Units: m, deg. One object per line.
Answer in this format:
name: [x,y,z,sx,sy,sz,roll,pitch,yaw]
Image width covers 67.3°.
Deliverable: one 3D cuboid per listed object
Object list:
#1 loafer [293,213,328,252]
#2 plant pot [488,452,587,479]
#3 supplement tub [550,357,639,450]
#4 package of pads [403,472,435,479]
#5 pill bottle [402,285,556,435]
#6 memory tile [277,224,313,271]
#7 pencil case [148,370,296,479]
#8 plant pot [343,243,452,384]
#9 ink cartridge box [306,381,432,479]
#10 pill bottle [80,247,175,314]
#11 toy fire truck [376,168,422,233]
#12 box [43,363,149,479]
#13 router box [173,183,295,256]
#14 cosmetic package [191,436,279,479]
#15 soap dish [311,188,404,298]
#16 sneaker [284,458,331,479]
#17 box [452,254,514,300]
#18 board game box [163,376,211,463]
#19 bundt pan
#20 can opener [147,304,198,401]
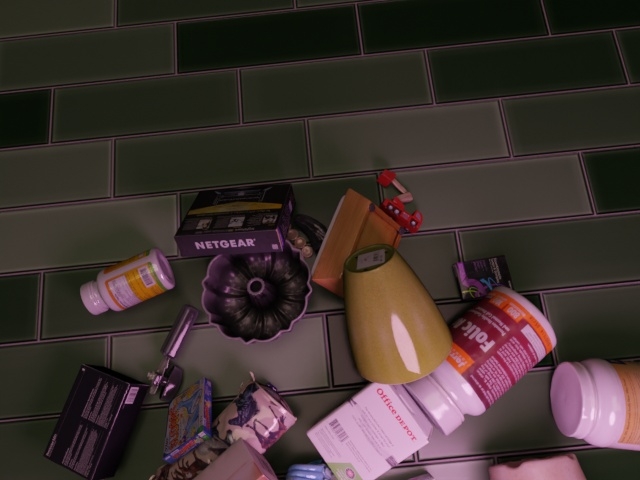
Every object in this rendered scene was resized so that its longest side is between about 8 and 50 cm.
loafer: [0.000,0.000,1.495,0.223,0.076,0.078,37,72,7]
plant pot: [0.570,0.705,1.189,0.333,0.334,0.306,-9,64,0]
supplement tub: [0.809,0.435,1.275,0.315,0.228,0.229,5,76,3]
package of pads: [0.230,0.801,1.265,0.229,0.101,0.297,-14,75,-2]
pill bottle: [0.423,0.328,1.319,0.392,0.224,0.224,-39,77,-8]
memory tile: [-0.105,0.018,1.528,0.113,0.012,0.148,-40,77,-8]
pencil case: [-0.268,0.564,1.315,0.410,0.160,0.183,-43,68,-9]
plant pot: [0.172,0.166,1.249,0.274,0.275,0.294,-23,112,-4]
ink cartridge box: [0.133,0.510,1.293,0.272,0.114,0.198,-41,77,14]
pill bottle: [-0.581,0.129,1.451,0.245,0.136,0.137,-24,76,-4]
toy fire truck: [0.250,-0.124,1.526,0.192,0.047,0.135,34,59,-2]
box: [-0.628,0.505,1.353,0.184,0.103,0.262,14,76,19]
router box: [-0.245,-0.064,1.431,0.308,0.081,0.243,-3,38,12]
cosmetic package: [-0.250,0.647,1.159,0.296,0.153,0.129,-40,45,-11]
soap dish: [0.117,0.029,1.408,0.118,0.229,0.291,7,70,46]
sneaker: [0.018,0.719,1.287,0.127,0.208,0.319,-31,112,30]
box: [0.499,0.114,1.473,0.161,0.029,0.116,-10,75,-2]
board game box: [-0.361,0.488,1.318,0.136,0.201,0.035,-37,118,6]
bundt pan: [-0.176,0.151,1.422,0.330,0.124,0.331,-3,69,8]
can opener: [-0.434,0.331,1.438,0.093,0.074,0.281,26,77,-27]
